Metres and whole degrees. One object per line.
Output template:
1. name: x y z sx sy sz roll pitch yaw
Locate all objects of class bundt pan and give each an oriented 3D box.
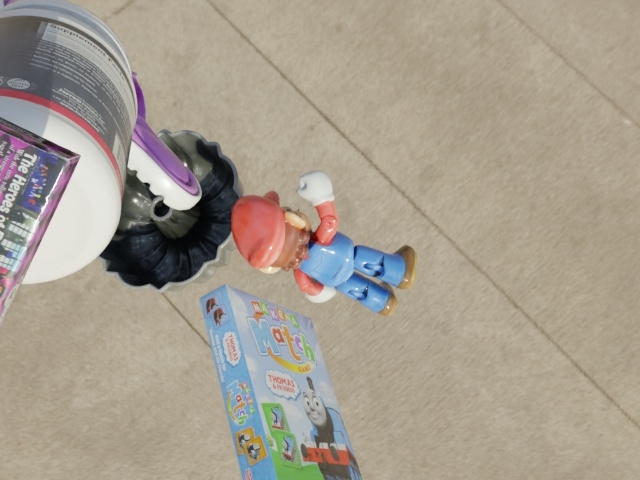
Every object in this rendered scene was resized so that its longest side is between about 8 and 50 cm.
1. bundt pan: -0.288 -0.046 1.440 0.331 0.124 0.330 -5 73 15

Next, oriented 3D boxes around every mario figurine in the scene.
1. mario figurine: 0.000 0.000 1.240 0.321 0.170 0.198 25 82 -15

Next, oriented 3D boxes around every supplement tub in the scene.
1. supplement tub: -0.283 -0.108 0.714 0.191 0.191 0.272 -4 39 -6

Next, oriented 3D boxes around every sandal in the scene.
1. sandal: -0.318 -0.226 1.133 0.102 0.169 0.416 -37 117 10

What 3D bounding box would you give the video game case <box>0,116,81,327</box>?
1. video game case: -0.293 0.004 0.438 0.210 0.042 0.232 26 98 -10

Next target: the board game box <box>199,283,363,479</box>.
1. board game box: -0.033 0.158 0.699 0.039 0.160 0.211 -31 59 19
